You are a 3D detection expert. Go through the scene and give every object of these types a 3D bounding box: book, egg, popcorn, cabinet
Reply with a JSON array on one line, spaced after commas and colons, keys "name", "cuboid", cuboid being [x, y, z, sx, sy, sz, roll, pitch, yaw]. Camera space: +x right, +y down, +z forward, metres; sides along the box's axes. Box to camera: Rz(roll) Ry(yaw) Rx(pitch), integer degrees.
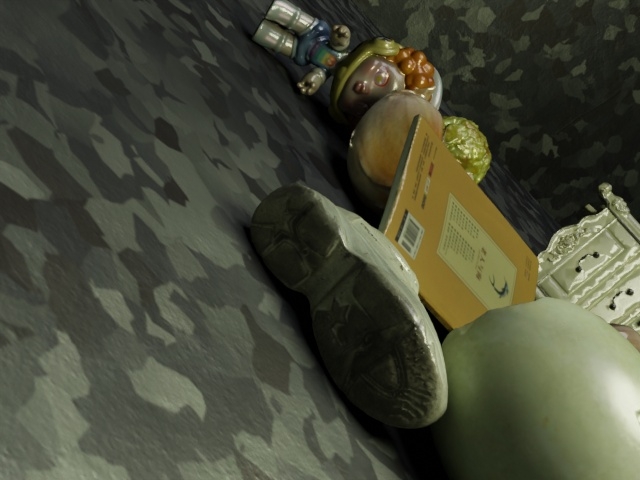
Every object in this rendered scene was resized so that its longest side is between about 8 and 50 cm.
[{"name": "book", "cuboid": [0.222, 0.024, 1.540, 0.389, 0.032, 0.269, 47, 47, -32]}, {"name": "egg", "cuboid": [0.285, 0.239, 1.191, 0.278, 0.278, 0.336, 21, 37, -57]}, {"name": "popcorn", "cuboid": [0.274, -0.195, 2.247, 0.198, 0.198, 0.212, 38, -13, -33]}, {"name": "cabinet", "cuboid": [0.578, 0.102, 2.086, 0.318, 0.290, 0.227, 51, -3, 11]}]

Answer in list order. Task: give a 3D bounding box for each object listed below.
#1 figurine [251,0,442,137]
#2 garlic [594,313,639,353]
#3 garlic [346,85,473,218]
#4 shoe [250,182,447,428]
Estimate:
[{"name": "figurine", "cuboid": [0.061, -0.351, 1.944, 0.382, 0.224, 0.205, 44, 15, -17]}, {"name": "garlic", "cuboid": [0.425, 0.222, 1.601, 0.191, 0.214, 0.160, 17, -6, -30]}, {"name": "garlic", "cuboid": [0.185, -0.109, 1.771, 0.286, 0.249, 0.313, 14, 29, -30]}, {"name": "shoe", "cuboid": [0.071, 0.079, 1.236, 0.210, 0.132, 0.342, 15, 35, -57]}]
